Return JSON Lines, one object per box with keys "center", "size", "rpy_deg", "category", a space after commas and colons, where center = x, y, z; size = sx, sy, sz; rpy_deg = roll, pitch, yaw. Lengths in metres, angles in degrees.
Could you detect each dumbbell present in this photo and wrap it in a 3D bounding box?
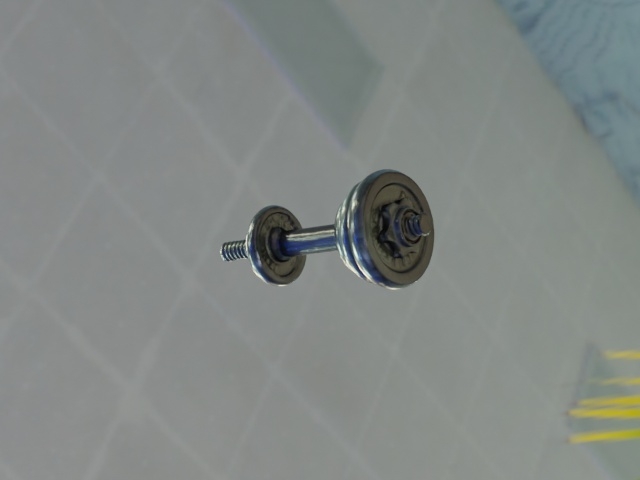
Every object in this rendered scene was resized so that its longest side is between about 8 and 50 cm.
{"center": [0.000, 0.000, 1.387], "size": [0.110, 0.254, 0.110], "rpy_deg": [11, -105, -47], "category": "dumbbell"}
